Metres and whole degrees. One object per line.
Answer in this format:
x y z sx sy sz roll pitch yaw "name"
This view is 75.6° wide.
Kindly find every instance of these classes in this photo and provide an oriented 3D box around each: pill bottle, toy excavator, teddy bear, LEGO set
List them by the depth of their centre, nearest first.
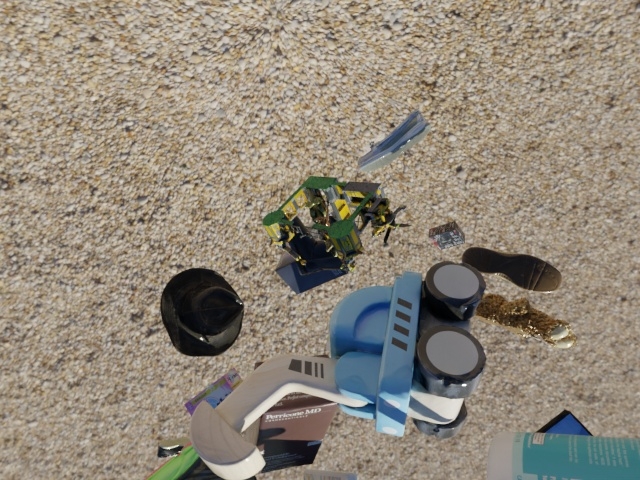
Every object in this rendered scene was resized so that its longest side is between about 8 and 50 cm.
0.343 0.303 0.471 0.263 0.146 0.146 -14 123 32 "pill bottle"
0.049 0.234 0.752 0.444 0.433 0.223 7 136 14 "toy excavator"
0.039 -0.020 1.031 0.331 0.255 0.192 3 135 36 "LEGO set"
0.701 0.266 1.419 0.245 0.338 0.113 31 80 -24 "teddy bear"

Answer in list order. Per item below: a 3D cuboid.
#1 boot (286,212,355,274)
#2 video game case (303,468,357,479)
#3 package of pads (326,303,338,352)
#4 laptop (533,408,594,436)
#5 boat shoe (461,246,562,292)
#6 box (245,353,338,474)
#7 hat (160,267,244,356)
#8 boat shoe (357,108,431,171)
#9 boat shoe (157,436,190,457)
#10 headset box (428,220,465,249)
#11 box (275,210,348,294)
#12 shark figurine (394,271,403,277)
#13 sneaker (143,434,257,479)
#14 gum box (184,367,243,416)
0.000 0.000 1.427 0.207 0.094 0.247 -11 109 18 "boot"
0.021 0.825 1.173 0.036 0.300 0.329 11 151 -20 "video game case"
0.143 0.440 1.787 0.101 0.296 0.229 7 103 -28 "package of pads"
0.528 0.478 0.790 0.234 0.264 0.137 -27 91 -16 "laptop"
0.578 0.078 1.260 0.285 0.089 0.105 20 99 16 "boat shoe"
-0.087 0.467 1.090 0.190 0.143 0.382 -2 131 -17 "box"
-0.344 0.223 1.354 0.133 0.331 0.331 -21 122 33 "hat"
0.276 -0.385 1.628 0.320 0.118 0.103 -35 75 16 "boat shoe"
-0.432 0.632 1.258 0.133 0.048 0.042 17 89 -43 "boat shoe"
0.332 -0.011 1.099 0.083 0.032 0.062 -20 129 37 "headset box"
-0.016 0.053 1.895 0.293 0.296 0.183 -28 115 30 "box"
0.421 0.299 2.037 0.116 0.166 0.278 -30 91 51 "shark figurine"
-0.325 0.586 0.823 0.202 0.482 0.185 48 143 14 "sneaker"
-0.297 0.468 1.194 0.188 0.062 0.107 -39 83 19 "gum box"
